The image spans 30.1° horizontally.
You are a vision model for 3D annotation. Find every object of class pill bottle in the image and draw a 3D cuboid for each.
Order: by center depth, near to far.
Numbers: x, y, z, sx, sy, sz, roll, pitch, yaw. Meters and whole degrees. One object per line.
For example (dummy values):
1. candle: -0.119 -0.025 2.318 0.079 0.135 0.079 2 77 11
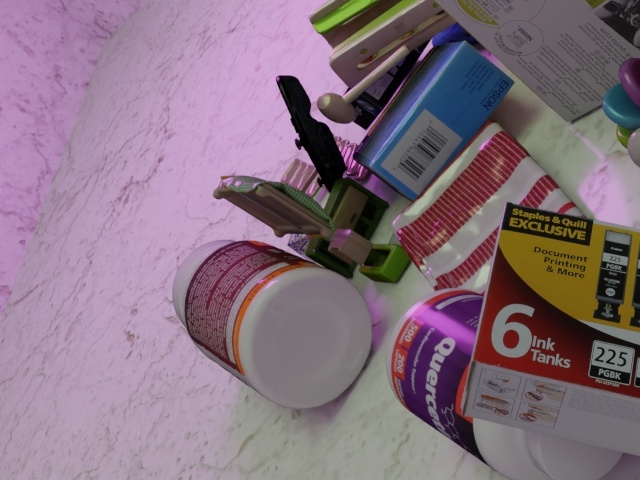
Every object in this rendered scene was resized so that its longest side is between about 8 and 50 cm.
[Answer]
1. pill bottle: 0.223 0.177 1.440 0.181 0.181 0.323 -56 27 -4
2. pill bottle: -0.096 0.121 1.984 0.224 0.224 0.392 -57 27 -6

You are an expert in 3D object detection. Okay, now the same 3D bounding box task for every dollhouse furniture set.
1. dollhouse furniture set: 0.001 -0.069 1.955 0.197 0.301 0.151 2 63 62

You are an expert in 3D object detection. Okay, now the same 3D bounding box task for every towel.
1. towel: 0.243 -0.011 1.716 0.237 0.037 0.329 -47 40 14

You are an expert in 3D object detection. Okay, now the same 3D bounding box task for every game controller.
1. game controller: -0.017 -0.183 2.104 0.067 0.166 0.319 -33 -14 0

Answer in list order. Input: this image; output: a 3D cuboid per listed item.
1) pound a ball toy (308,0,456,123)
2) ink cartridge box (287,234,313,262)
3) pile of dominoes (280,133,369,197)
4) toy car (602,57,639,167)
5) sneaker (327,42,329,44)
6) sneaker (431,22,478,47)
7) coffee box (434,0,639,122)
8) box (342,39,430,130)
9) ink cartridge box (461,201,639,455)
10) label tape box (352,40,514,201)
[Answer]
1. pound a ball toy: 0.126 -0.347 2.063 0.319 0.136 0.208 -32 57 14
2. ink cartridge box: 0.000 0.000 2.144 0.115 0.063 0.029 -22 40 47
3. pile of dominoes: 0.012 -0.106 2.306 0.196 0.040 0.251 -55 35 -2
4. toy car: 0.449 -0.192 1.554 0.182 0.136 0.159 -32 34 37
5. sneaker: 0.090 -0.515 2.600 0.092 0.088 0.225 4 60 36
6. sneaker: 0.259 -0.392 2.163 0.209 0.082 0.069 0 60 60
7. coffee box: 0.388 -0.448 1.727 0.334 0.338 0.338 -29 35 41
8. box: 0.118 -0.314 2.234 0.180 0.077 0.147 -56 3 -15
9. ink cartridge box: 0.327 0.075 1.253 0.130 0.309 0.272 89 -165 -55
10. label tape box: 0.177 -0.203 2.016 0.249 0.115 0.348 -53 6 3
